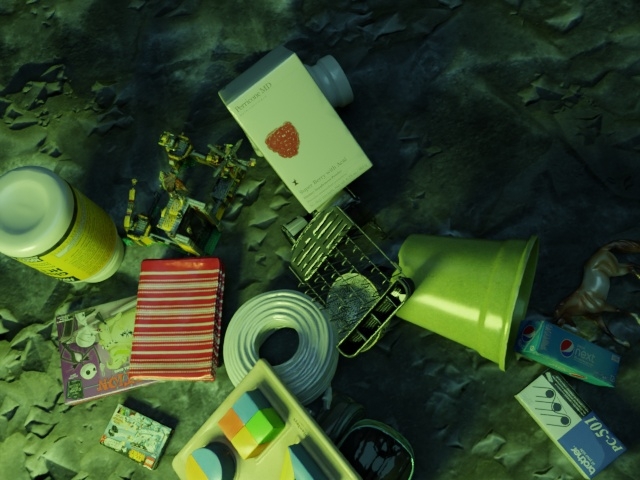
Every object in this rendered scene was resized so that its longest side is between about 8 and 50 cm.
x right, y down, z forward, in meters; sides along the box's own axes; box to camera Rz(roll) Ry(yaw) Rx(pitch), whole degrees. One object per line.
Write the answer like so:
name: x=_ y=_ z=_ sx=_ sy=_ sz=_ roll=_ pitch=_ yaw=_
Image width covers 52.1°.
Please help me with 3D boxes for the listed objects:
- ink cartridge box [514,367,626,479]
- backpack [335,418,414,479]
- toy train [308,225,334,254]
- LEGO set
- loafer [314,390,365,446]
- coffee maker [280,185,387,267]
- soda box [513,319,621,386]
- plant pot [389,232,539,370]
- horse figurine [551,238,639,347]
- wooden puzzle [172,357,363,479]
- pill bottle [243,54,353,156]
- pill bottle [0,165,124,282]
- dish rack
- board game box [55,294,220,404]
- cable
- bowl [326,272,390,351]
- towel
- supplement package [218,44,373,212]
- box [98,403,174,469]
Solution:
ink cartridge box: x=0.502 y=0.366 z=1.324 sx=0.097 sy=0.046 sz=0.207 roll=-38 pitch=73 yaw=-5
backpack: x=0.097 y=0.452 z=1.292 sx=0.166 sy=0.144 sz=0.188 roll=30 pitch=96 yaw=15
toy train: x=0.000 y=0.000 z=1.399 sx=0.017 sy=0.024 sz=0.083 roll=-39 pitch=98 yaw=-8
LEGO set: x=-0.319 y=-0.114 z=1.494 sx=0.255 sy=0.192 sz=0.331 roll=28 pitch=78 yaw=14
loafer: x=-0.016 y=0.433 z=1.355 sx=0.084 sy=0.096 sz=0.267 roll=30 pitch=71 yaw=35
coffee maker: x=0.027 y=-0.021 z=1.462 sx=0.178 sy=0.120 sz=0.171 roll=-42 pitch=74 yaw=-6
soda box: x=0.492 y=0.225 z=1.304 sx=0.210 sy=0.071 sz=0.067 roll=25 pitch=75 yaw=-19
plant pot: x=0.287 y=0.098 z=1.341 sx=0.254 sy=0.276 sz=0.276 roll=13 pitch=75 yaw=23
horse figurine: x=0.609 y=0.099 z=1.385 sx=0.175 sy=0.066 sz=0.263 roll=25 pitch=80 yaw=7
wooden puzzle: x=-0.127 y=0.457 z=1.264 sx=0.322 sy=0.081 sz=0.347 roll=46 pitch=108 yaw=25
pill bottle: x=-0.066 y=-0.323 z=1.549 sx=0.265 sy=0.153 sz=0.153 roll=-29 pitch=72 yaw=-2
pill bottle: x=-0.558 y=-0.015 z=1.418 sx=0.188 sy=0.334 sz=0.187 roll=-2 pitch=72 yaw=7
dish rack: x=0.046 y=0.072 z=1.322 sx=0.271 sy=0.074 sz=0.208 roll=48 pitch=117 yaw=19
board game box: x=-0.415 y=0.229 z=1.479 sx=0.347 sy=0.056 sz=0.208 roll=-15 pitch=76 yaw=2
cable: x=-0.086 y=0.231 z=1.397 sx=0.257 sy=0.089 sz=0.257 roll=4 pitch=67 yaw=19
bowl: x=0.097 y=0.152 z=1.407 sx=0.170 sy=0.080 sz=0.170 roll=0 pitch=90 yaw=47
towel: x=-0.317 y=0.169 z=1.447 sx=0.199 sy=0.031 sz=0.274 roll=0 pitch=73 yaw=7
supplement package: x=-0.056 y=-0.240 z=1.402 sx=0.178 sy=0.175 sz=0.293 roll=-38 pitch=116 yaw=3
box: x=-0.399 y=0.426 z=1.424 sx=0.137 sy=0.027 sz=0.093 roll=22 pitch=75 yaw=13
